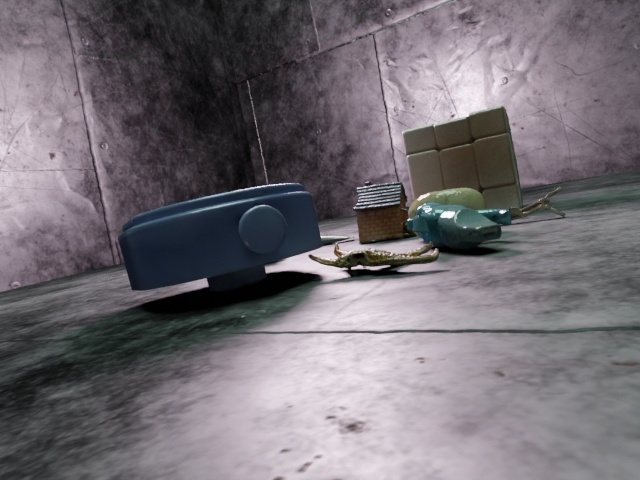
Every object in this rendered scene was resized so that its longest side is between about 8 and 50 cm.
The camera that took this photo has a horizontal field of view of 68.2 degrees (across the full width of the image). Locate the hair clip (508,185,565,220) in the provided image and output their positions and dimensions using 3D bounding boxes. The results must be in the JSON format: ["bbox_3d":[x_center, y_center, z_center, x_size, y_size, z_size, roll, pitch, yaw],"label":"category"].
[{"bbox_3d":[0.478,-0.063,1.154,0.226,0.072,0.034,-18,-7,27],"label":"hair clip"}]

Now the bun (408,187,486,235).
[{"bbox_3d":[0.293,-0.052,1.104,0.188,0.111,0.164,-10,-14,31],"label":"bun"}]

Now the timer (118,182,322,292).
[{"bbox_3d":[-0.174,0.007,0.913,0.395,0.173,0.395,-12,2,0],"label":"timer"}]

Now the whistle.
[{"bbox_3d":[0.255,-0.027,0.924,0.186,0.093,0.274,-5,6,-12],"label":"whistle"}]

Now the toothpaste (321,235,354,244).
[{"bbox_3d":[0.000,0.000,1.515,0.216,0.037,0.062,-6,4,2],"label":"toothpaste"}]

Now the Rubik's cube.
[{"bbox_3d":[0.477,-0.235,1.559,0.316,0.318,0.322,-9,4,23],"label":"Rubik's cube"}]

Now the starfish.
[{"bbox_3d":[0.103,0.031,0.848,0.247,0.050,0.138,0,9,31],"label":"starfish"}]

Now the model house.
[{"bbox_3d":[0.196,-0.093,1.371,0.166,0.172,0.183,-10,4,25],"label":"model house"}]
